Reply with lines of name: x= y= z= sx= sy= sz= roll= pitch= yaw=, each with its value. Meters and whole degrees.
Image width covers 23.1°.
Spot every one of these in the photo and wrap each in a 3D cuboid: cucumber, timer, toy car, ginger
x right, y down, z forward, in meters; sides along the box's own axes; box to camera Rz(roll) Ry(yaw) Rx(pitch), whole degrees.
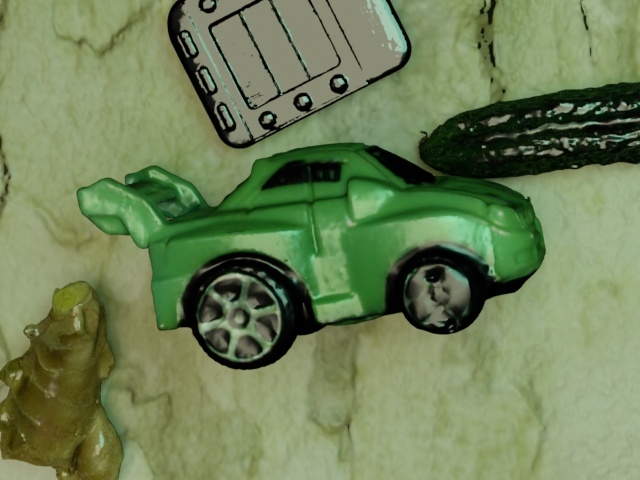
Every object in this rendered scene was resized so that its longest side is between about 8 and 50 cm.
cucumber: x=0.212 y=-0.093 z=1.330 sx=0.265 sy=0.077 sz=0.077 roll=-6 pitch=96 yaw=9
timer: x=-0.029 y=-0.180 z=1.372 sx=0.187 sy=0.055 sz=0.144 roll=-26 pitch=94 yaw=7
toy car: x=0.000 y=0.000 z=1.301 sx=0.359 sy=0.213 sz=0.176 roll=-10 pitch=94 yaw=14
ginger: x=-0.243 y=0.135 z=1.430 sx=0.115 sy=0.081 sz=0.205 roll=4 pitch=104 yaw=22
